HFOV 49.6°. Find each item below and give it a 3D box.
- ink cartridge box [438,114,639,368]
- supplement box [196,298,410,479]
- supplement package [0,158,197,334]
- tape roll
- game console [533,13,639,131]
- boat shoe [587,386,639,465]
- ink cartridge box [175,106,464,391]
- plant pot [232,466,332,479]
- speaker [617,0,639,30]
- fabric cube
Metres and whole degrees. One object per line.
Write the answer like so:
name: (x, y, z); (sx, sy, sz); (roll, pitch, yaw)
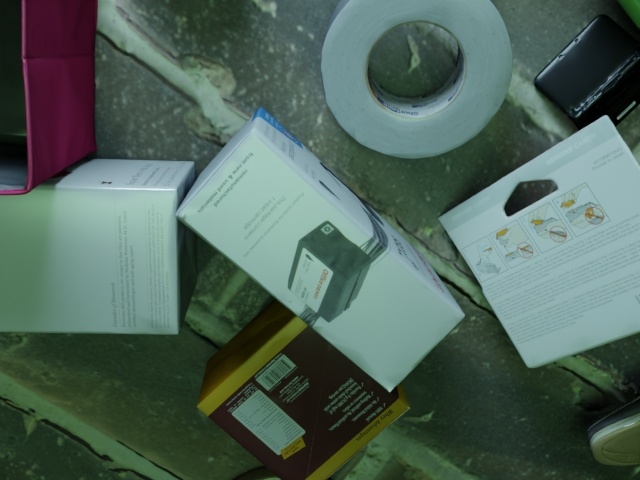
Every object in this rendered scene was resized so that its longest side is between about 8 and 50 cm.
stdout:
ink cartridge box: (0.311, 0.010, 0.853); (0.275, 0.060, 0.239); (-35, 83, 46)
supplement box: (-0.023, 0.191, 0.926); (0.191, 0.129, 0.194); (-43, 104, 9)
supplement package: (-0.305, -0.001, 0.829); (0.293, 0.177, 0.175); (1, 107, -4)
tape roll: (0.110, -0.210, 0.817); (0.219, 0.072, 0.219); (1, 121, 2)
game console: (0.358, -0.204, 0.893); (0.122, 0.071, 0.107); (-45, 133, 10)
boat shoe: (0.505, 0.228, 0.986); (0.285, 0.092, 0.102); (-25, 125, 2)
ink cartridge box: (0.000, 0.000, 0.822); (0.307, 0.223, 0.129); (41, 99, -13)
plant pot: (-0.059, 0.461, 1.014); (0.237, 0.109, 0.237); (-1, 107, -3)
speaker: (0.426, -0.280, 0.803); (0.296, 0.131, 0.131); (41, 100, -20)
fabric cube: (-0.391, -0.202, 0.726); (0.254, 0.258, 0.259); (4, 106, -5)
